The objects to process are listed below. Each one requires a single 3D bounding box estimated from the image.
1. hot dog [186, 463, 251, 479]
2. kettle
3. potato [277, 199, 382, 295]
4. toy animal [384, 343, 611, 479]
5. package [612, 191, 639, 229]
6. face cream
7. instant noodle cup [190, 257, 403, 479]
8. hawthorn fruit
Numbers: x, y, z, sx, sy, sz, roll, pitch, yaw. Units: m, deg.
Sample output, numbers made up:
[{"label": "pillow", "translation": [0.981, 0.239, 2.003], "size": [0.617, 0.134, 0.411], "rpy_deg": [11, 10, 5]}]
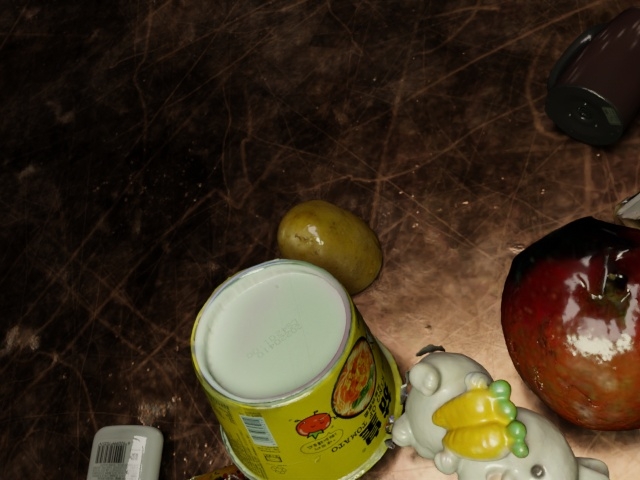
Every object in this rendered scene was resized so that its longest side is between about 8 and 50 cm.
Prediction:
[{"label": "hot dog", "translation": [-0.128, 0.444, 1.143], "size": [0.270, 0.082, 0.162], "rpy_deg": [-18, 59, 13]}, {"label": "kettle", "translation": [0.510, -0.302, 1.244], "size": [0.232, 0.144, 0.202], "rpy_deg": [-51, 29, -15]}, {"label": "potato", "translation": [0.000, 0.000, 1.267], "size": [0.178, 0.158, 0.203], "rpy_deg": [-37, 63, 2]}, {"label": "toy animal", "translation": [0.249, 0.297, 0.991], "size": [0.310, 0.247, 0.183], "rpy_deg": [31, 89, 40]}, {"label": "package", "translation": [0.637, -0.074, 1.084], "size": [0.311, 0.221, 0.165], "rpy_deg": [-37, 19, 3]}, {"label": "face cream", "translation": [-0.355, 0.475, 1.217], "size": [0.144, 0.071, 0.291], "rpy_deg": [-8, 63, 18]}, {"label": "instant noodle cup", "translation": [-0.046, 0.200, 1.092], "size": [0.325, 0.254, 0.325], "rpy_deg": [-9, 50, 11]}, {"label": "hawthorn fruit", "translation": [0.396, 0.113, 0.986], "size": [0.316, 0.316, 0.316], "rpy_deg": [-8, 63, 17]}]
